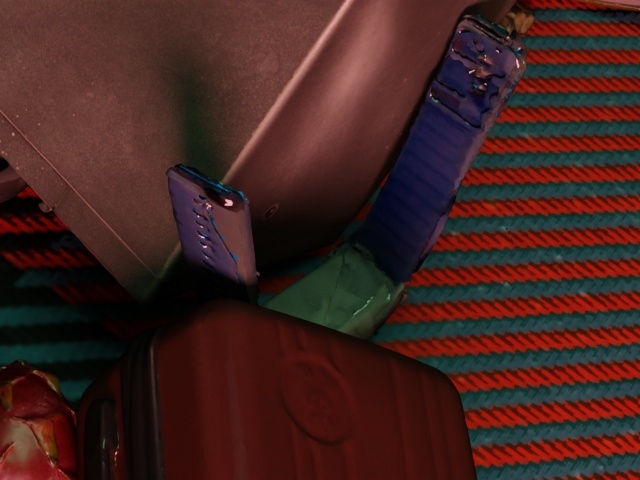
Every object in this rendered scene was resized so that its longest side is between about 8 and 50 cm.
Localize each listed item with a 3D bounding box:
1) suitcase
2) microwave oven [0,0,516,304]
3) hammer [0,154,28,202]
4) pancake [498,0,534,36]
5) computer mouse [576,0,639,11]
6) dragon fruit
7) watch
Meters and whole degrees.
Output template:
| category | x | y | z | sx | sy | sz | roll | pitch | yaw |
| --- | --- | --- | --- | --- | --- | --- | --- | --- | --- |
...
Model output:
| category | x | y | z | sx | sy | sz | roll | pitch | yaw |
| --- | --- | --- | --- | --- | --- | --- | --- | --- | --- |
| suitcase | -0.018 | 0.197 | 1.109 | 0.236 | 0.161 | 0.297 | 22 | 48 | -36 |
| microwave oven | -0.110 | -0.235 | 1.265 | 0.432 | 0.374 | 0.236 | 46 | 31 | 16 |
| hammer | -0.310 | -0.092 | 1.324 | 0.246 | 0.029 | 0.103 | 19 | 51 | -6 |
| pancake | 0.093 | -0.159 | 1.534 | 0.190 | 0.020 | 0.184 | -4 | 57 | -23 |
| computer mouse | 0.222 | -0.261 | 1.632 | 0.245 | 0.056 | 0.126 | 12 | 54 | -8 |
| dragon fruit | -0.174 | 0.162 | 1.157 | 0.094 | 0.094 | 0.190 | -11 | 70 | -28 |
| watch | -0.010 | 0.008 | 1.205 | 0.276 | 0.274 | 0.068 | -29 | 67 | -39 |
